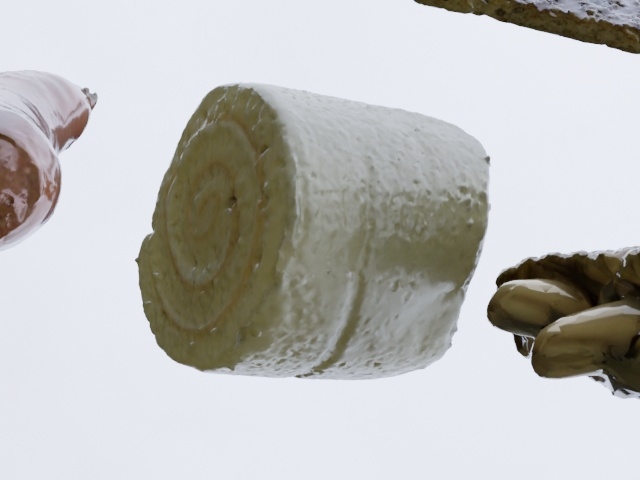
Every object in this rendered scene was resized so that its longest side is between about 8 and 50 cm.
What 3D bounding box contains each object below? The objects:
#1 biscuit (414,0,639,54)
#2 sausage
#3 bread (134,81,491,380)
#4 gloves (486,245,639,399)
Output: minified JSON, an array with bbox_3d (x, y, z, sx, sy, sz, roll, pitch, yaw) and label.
[{"bbox_3d":[0.186,-0.179,0.894,0.230,0.131,0.025,15,-55,10],"label":"biscuit"},{"bbox_3d":[-0.095,-0.030,0.374,0.040,0.047,0.177,50,1,-14],"label":"sausage"},{"bbox_3d":[0.000,0.000,0.633,0.134,0.141,0.148,55,-53,41],"label":"bread"},{"bbox_3d":[0.249,0.001,0.618,0.155,0.356,0.203,55,-28,39],"label":"gloves"}]
